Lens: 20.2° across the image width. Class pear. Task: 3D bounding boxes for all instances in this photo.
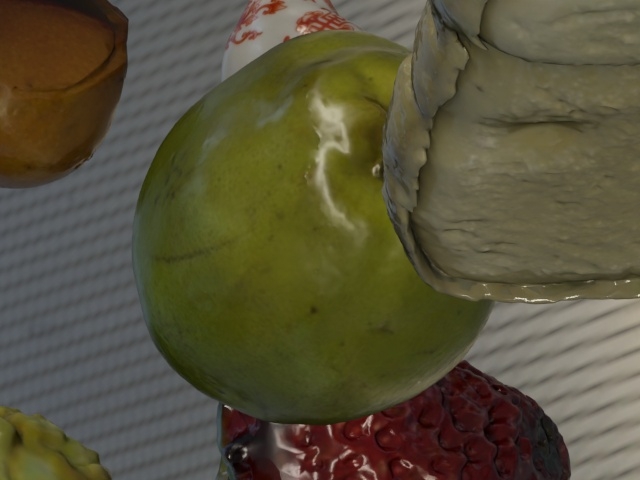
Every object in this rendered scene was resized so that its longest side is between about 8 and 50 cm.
[{"bbox_3d":[0.000,0.000,0.999,0.212,0.269,0.212,9,62,-18],"label":"pear"}]

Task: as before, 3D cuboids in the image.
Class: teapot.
[{"bbox_3d":[0.013,-0.074,1.176,0.159,0.245,0.116,-6,42,47],"label":"teapot"}]

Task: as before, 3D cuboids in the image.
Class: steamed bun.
[{"bbox_3d":[0.116,-0.068,0.537,0.231,0.212,0.110,-4,63,16],"label":"steamed bun"}]

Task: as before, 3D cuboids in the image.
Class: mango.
[{"bbox_3d":[-0.258,-0.126,1.265,0.236,0.166,0.136,35,61,-6],"label":"mango"}]

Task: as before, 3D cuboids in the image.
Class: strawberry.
[{"bbox_3d":[0.054,0.224,1.502,0.310,0.292,0.291,14,68,2],"label":"strawberry"}]

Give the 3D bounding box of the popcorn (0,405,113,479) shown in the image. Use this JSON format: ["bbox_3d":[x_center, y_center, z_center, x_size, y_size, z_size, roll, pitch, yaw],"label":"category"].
[{"bbox_3d":[-0.236,0.244,1.317,0.195,0.255,0.256,-46,35,48],"label":"popcorn"}]
